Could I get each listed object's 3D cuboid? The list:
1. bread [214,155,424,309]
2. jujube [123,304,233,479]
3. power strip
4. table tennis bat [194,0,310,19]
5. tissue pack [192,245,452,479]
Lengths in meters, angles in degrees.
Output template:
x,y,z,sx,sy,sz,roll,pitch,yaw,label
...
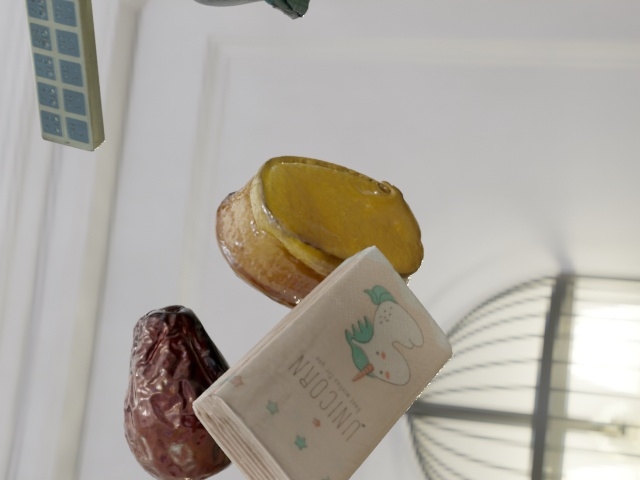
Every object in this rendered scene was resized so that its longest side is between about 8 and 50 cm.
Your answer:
x,y,z,sx,sy,sz,roll,pitch,yaw,label
0.000,0.000,1.635,0.142,0.269,0.195,-49,31,41,bread
-0.186,0.203,1.689,0.168,0.168,0.236,0,-102,-72,jujube
-0.407,-0.307,2.013,0.043,0.106,0.367,-53,-29,-50,power strip
-0.058,-0.257,1.291,0.201,0.124,0.033,2,-107,-70,table tennis bat
0.013,0.151,1.404,0.170,0.071,0.325,52,-136,-4,tissue pack
